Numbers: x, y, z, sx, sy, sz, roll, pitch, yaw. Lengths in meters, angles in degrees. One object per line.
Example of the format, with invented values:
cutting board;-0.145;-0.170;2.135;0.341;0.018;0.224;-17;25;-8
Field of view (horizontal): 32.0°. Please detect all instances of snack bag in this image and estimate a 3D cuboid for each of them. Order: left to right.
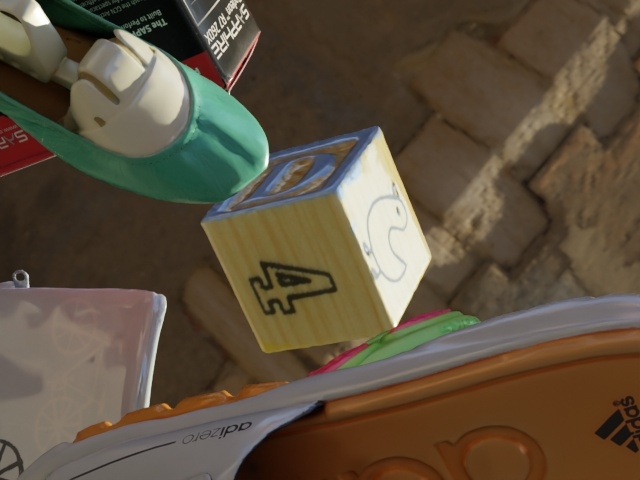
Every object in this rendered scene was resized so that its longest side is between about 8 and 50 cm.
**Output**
snack bag;-0.282;0.185;0.930;0.343;0.323;0.037;-2;-16;25

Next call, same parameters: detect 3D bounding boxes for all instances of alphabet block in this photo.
alphabet block;0.000;0.000;1.391;0.197;0.194;0.192;66;32;-22

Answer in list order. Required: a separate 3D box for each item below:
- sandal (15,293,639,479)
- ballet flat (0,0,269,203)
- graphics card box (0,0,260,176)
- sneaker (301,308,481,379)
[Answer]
sandal;-0.003;0.090;0.320;0.102;0.265;0.076;59;20;-16
ballet flat;-0.143;-0.095;0.613;0.247;0.083;0.087;27;-13;0
graphics card box;-0.225;-0.231;0.699;0.370;0.233;0.094;60;29;-26
sneaker;-0.015;0.255;0.752;0.202;0.482;0.185;36;-20;-2
